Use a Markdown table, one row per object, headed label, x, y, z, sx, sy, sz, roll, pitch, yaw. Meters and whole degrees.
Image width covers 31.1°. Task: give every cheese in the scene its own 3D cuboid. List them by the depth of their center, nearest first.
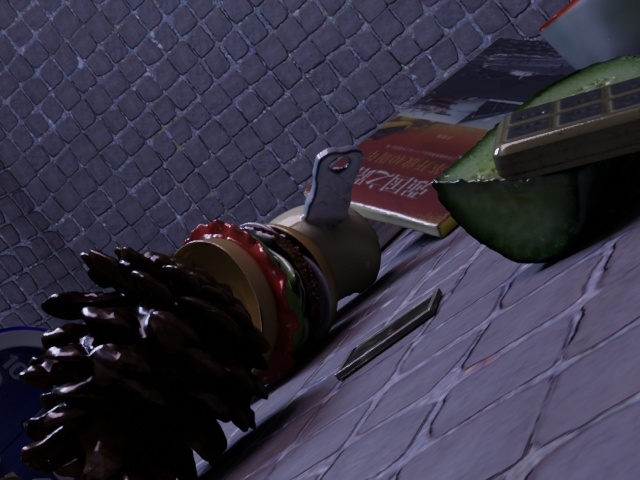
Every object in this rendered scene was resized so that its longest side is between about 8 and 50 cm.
| label | x | y | z | sx | sy | sz | roll | pitch | yaw |
| --- | --- | --- | --- | --- | --- | --- | --- | --- | --- |
| cheese | -0.019 | 0.002 | 1.226 | 0.163 | 0.070 | 0.248 | -21 | -37 | -5 |

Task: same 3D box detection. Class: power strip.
| label | x | y | z | sx | sy | sz | roll | pitch | yaw |
| --- | --- | --- | --- | --- | --- | --- | --- | --- | --- |
| power strip | 0.181 | -0.074 | 0.647 | 0.169 | 0.028 | 0.076 | -15 | 18 | 17 |

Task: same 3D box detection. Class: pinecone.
| label | x | y | z | sx | sy | sz | roll | pitch | yaw |
| --- | --- | --- | --- | --- | --- | --- | --- | --- | --- |
| pinecone | -0.141 | 0.108 | 0.881 | 0.204 | 0.184 | 0.179 | -47 | -14 | -14 |

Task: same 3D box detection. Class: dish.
| label | x | y | z | sx | sy | sz | roll | pitch | yaw |
| --- | --- | --- | --- | --- | --- | --- | --- | --- | --- |
| dish | 0.310 | -0.204 | 0.924 | 0.256 | 0.117 | 0.256 | -38 | 3 | 2 |

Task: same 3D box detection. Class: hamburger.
| label | x | y | z | sx | sy | sz | roll | pitch | yaw |
| --- | --- | --- | --- | --- | --- | --- | --- | --- | --- |
| hamburger | -0.062 | 0.054 | 1.130 | 0.137 | 0.175 | 0.175 | -22 | -11 | -47 |

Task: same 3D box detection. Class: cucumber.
| label | x | y | z | sx | sy | sz | roll | pitch | yaw |
| --- | --- | --- | --- | --- | --- | --- | --- | --- | --- |
| cucumber | 0.176 | -0.063 | 0.764 | 0.115 | 0.063 | 0.244 | -4 | 25 | 40 |

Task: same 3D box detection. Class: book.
| label | x | y | z | sx | sy | sz | roll | pitch | yaw |
| --- | --- | --- | --- | --- | --- | --- | --- | --- | --- |
| book | 0.187 | -0.137 | 1.380 | 0.374 | 0.028 | 0.263 | -38 | 30 | -23 |

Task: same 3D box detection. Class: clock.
| label | x | y | z | sx | sy | sz | roll | pitch | yaw |
| --- | --- | --- | --- | --- | --- | --- | --- | --- | --- |
| clock | -0.354 | 0.222 | 1.372 | 0.230 | 0.230 | 0.083 | -40 | -1 | -42 |

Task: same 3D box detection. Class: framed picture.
| label | x | y | z | sx | sy | sz | roll | pitch | yaw |
| --- | --- | --- | --- | --- | --- | --- | --- | --- | --- |
| framed picture | 0.052 | 0.069 | 0.855 | 0.089 | 0.006 | 0.066 | -37 | 2 | 16 |

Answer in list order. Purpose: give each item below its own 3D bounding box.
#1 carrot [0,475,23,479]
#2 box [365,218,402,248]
| label | x | y | z | sx | sy | sz | roll | pitch | yaw |
| --- | --- | --- | --- | --- | --- | --- | --- | --- | --- |
| carrot | -0.362 | 0.321 | 1.043 | 0.302 | 0.114 | 0.114 | -33 | 4 | 25 |
| box | -0.009 | 0.046 | 1.629 | 0.200 | 0.065 | 0.343 | -37 | 2 | 38 |
